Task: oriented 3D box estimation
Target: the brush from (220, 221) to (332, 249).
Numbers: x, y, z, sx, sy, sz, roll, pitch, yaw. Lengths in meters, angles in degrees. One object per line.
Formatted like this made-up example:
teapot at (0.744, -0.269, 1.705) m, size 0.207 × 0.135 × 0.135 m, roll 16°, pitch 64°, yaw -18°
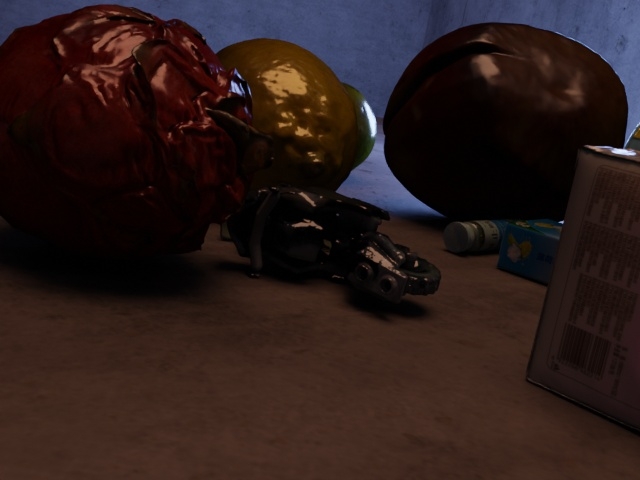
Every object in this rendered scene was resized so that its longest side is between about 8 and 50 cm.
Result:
brush at (-0.048, -0.009, 1.071) m, size 0.178 × 0.033 × 0.030 m, roll 7°, pitch 0°, yaw -20°

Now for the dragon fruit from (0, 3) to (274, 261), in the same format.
dragon fruit at (-0.214, -0.112, 0.848) m, size 0.342 × 0.277 × 0.277 m, roll 12°, pitch 12°, yaw 28°

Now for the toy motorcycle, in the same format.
toy motorcycle at (0.000, 0.000, 0.915) m, size 0.270 × 0.106 × 0.159 m, roll 28°, pitch 22°, yaw 33°

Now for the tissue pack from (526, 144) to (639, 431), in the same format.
tissue pack at (0.305, 0.046, 0.702) m, size 0.124 × 0.225 × 0.185 m, roll -4°, pitch 19°, yaw -46°

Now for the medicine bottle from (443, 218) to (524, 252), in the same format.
medicine bottle at (0.268, -0.008, 1.287) m, size 0.051 × 0.051 × 0.191 m, roll 22°, pitch 17°, yaw 39°

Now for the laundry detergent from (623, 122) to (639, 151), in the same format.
laundry detergent at (0.795, -0.103, 1.602) m, size 0.287 × 0.287 × 0.305 m, roll 0°, pitch 17°, yaw -40°

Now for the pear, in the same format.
pear at (0.014, -0.239, 1.717) m, size 0.212 × 0.212 × 0.269 m, roll 17°, pitch 6°, yaw 24°

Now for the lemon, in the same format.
lemon at (-0.073, -0.172, 1.255) m, size 0.316 × 0.285 × 0.285 m, roll 41°, pitch 25°, yaw 23°

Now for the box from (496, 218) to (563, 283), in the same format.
box at (0.376, 0.029, 1.167) m, size 0.194 × 0.073 × 0.139 m, roll 22°, pitch 16°, yaw 38°

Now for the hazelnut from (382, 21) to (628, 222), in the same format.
hazelnut at (0.339, -0.189, 1.478) m, size 0.429 × 0.402 × 0.402 m, roll -3°, pitch 18°, yaw -27°
